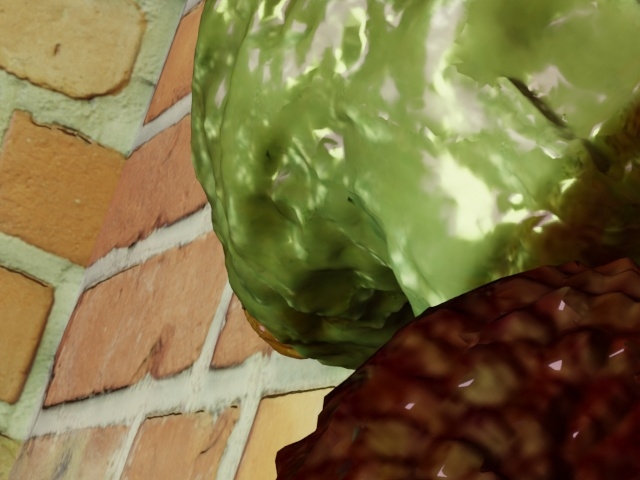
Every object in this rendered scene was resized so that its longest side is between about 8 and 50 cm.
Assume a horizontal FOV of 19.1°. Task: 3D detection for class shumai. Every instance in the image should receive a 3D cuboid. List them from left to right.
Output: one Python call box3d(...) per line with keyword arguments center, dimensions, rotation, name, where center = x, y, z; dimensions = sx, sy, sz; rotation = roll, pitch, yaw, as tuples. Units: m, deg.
box3d(center=(0.126, -0.056, 0.992), dimensions=(0.397, 0.324, 0.323), rotation=(-67, 31, 17), name="shumai")

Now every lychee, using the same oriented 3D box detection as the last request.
box3d(center=(0.105, 0.161, 0.728), dimensions=(0.330, 0.306, 0.306), rotation=(106, 177, -56), name="lychee")

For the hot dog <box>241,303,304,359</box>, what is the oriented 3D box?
box3d(center=(0.001, 0.003, 1.585), dimensions=(0.160, 0.099, 0.227), rotation=(-59, 21, 27), name="hot dog")
